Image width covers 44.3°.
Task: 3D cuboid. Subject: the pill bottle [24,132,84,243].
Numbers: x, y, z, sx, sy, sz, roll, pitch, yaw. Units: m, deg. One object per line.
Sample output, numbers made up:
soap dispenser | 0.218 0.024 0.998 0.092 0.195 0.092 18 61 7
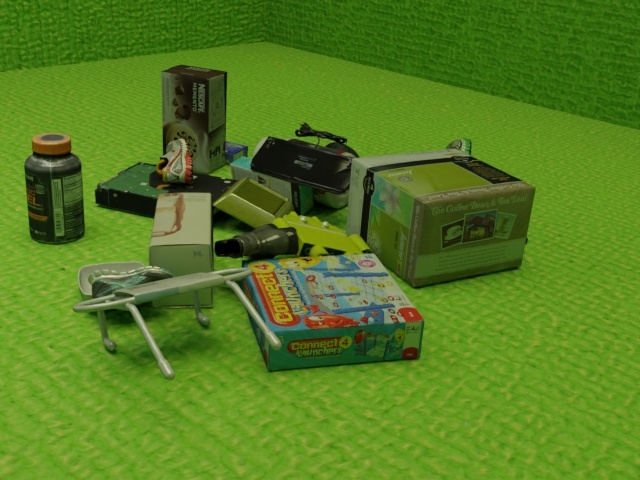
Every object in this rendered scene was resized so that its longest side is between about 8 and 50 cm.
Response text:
pill bottle | -0.632 -0.128 1.867 0.130 0.245 0.130 4 23 -2

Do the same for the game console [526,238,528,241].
game console | 0.468 -0.050 2.088 0.124 0.085 0.144 -9 28 -27

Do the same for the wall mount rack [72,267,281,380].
wall mount rack | -0.245 0.140 1.408 0.350 0.130 0.304 -13 8 -34

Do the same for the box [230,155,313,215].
box | -0.137 -0.155 2.187 0.244 0.100 0.060 19 39 29

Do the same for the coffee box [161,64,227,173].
coffee box | -0.385 -0.372 2.401 0.168 0.297 0.119 13 25 18

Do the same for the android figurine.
android figurine | 0.000 0.000 1.878 0.248 0.056 0.273 13 20 -25

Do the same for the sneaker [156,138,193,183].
sneaker | -0.407 -0.221 2.161 0.093 0.088 0.225 -4 25 -15

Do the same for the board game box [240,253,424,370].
board game box | 0.012 0.134 1.589 0.302 0.086 0.308 -2 25 -16

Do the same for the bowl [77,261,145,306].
bowl | -0.429 0.098 1.632 0.142 0.053 0.142 -3 25 -19

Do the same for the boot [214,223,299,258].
boot | -0.166 0.006 1.750 0.161 0.083 0.246 -6 -1 -26

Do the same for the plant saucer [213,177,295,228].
plant saucer | -0.162 -0.097 2.053 0.188 0.045 0.188 28 26 1

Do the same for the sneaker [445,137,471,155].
sneaker | 0.391 -0.236 2.436 0.146 0.134 0.343 9 25 11

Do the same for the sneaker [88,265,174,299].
sneaker | -0.369 0.097 1.542 0.166 0.065 0.076 -6 61 -7

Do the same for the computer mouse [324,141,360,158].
computer mouse | 0.086 -0.249 2.430 0.188 0.072 0.272 23 11 -24

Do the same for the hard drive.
hard drive | -0.404 -0.128 2.135 0.339 0.064 0.237 12 25 15

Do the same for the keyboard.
keyboard | -0.023 -0.229 2.134 0.317 0.033 0.201 19 62 28

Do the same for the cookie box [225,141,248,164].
cookie box | -0.298 -0.282 2.531 0.092 0.040 0.107 14 25 20

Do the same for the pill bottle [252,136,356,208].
pill bottle | -0.047 -0.202 2.245 0.283 0.161 0.161 18 27 28

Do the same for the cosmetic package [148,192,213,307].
cosmetic package | -0.300 0.014 1.728 0.129 0.153 0.296 -1 23 -8

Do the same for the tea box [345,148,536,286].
tea box | 0.286 -0.069 1.934 0.329 0.220 0.323 -8 26 -26
